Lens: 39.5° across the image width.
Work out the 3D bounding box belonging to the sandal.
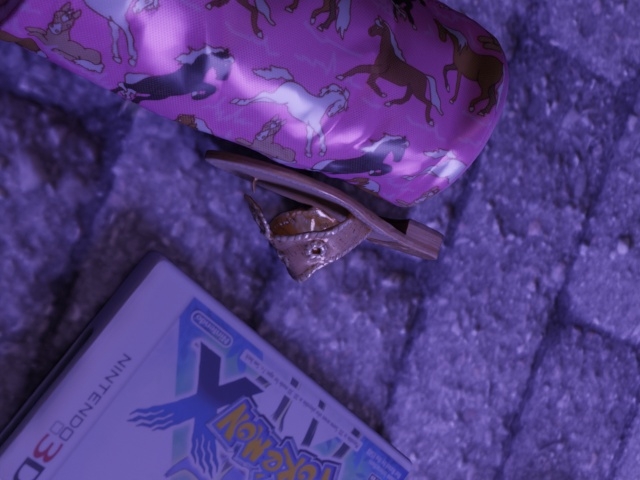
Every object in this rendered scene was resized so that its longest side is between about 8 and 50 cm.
[{"bbox_3d":[0.004,0.001,0.740,0.240,0.088,0.079,19,84,-35],"label":"sandal"}]

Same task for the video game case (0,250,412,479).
[{"bbox_3d":[-0.112,0.223,0.741,0.329,0.036,0.300,43,77,-27],"label":"video game case"}]

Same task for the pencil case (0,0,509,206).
[{"bbox_3d":[-0.038,-0.154,0.634,0.386,0.160,0.167,21,126,-37],"label":"pencil case"}]
